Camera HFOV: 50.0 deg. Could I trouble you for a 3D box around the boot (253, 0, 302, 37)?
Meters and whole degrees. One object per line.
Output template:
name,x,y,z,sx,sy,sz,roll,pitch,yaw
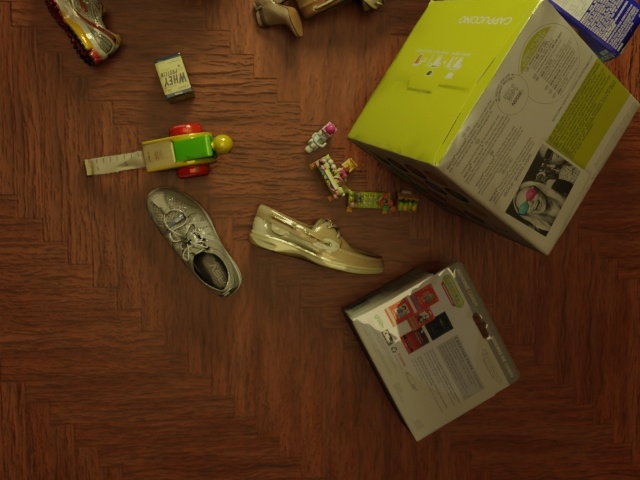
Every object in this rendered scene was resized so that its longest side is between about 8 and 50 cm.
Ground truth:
boot,-0.092,-0.472,1.449,0.087,0.042,0.118,-17,90,29

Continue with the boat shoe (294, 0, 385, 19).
boat shoe,0.099,-0.542,1.445,0.324,0.123,0.116,-13,100,4

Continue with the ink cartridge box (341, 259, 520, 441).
ink cartridge box,0.242,0.228,1.509,0.272,0.130,0.309,-28,97,-5

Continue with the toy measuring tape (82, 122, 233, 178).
toy measuring tape,-0.331,-0.177,1.446,0.330,0.121,0.121,-8,96,17

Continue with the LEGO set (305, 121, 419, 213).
LEGO set,0.083,-0.121,1.475,0.287,0.107,0.132,38,90,-8

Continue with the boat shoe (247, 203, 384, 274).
boat shoe,0.000,0.000,1.479,0.302,0.109,0.098,16,94,-2

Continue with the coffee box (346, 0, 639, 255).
coffee box,0.322,-0.232,1.332,0.334,0.337,0.338,32,91,-30

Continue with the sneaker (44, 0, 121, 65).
sneaker,-0.495,-0.470,1.405,0.093,0.088,0.225,-36,98,-23

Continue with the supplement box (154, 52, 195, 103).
supplement box,-0.302,-0.335,1.426,0.056,0.083,0.083,-19,96,-5

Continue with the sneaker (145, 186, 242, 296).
sneaker,-0.260,0.001,1.442,0.105,0.115,0.281,-41,98,-2

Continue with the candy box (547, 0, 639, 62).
candy box,0.446,-0.479,1.406,0.317,0.268,0.122,34,86,-7
